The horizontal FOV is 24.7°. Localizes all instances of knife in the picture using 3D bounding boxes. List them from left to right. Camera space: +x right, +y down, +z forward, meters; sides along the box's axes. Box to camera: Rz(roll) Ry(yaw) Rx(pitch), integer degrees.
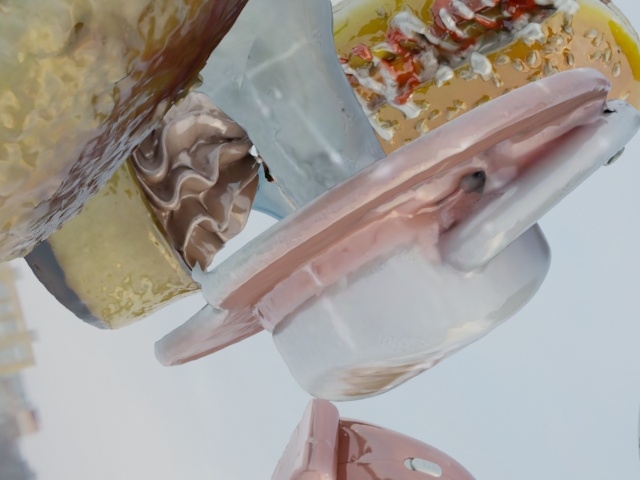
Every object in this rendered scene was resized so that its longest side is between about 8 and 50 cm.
[{"bbox_3d":[-0.002,0.001,1.562,0.244,0.058,0.032,40,-1,-19],"label":"knife"}]

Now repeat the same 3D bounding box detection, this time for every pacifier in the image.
[{"bbox_3d":[0.016,-0.025,0.783,0.220,0.273,0.332,-66,-174,-21],"label":"pacifier"}]

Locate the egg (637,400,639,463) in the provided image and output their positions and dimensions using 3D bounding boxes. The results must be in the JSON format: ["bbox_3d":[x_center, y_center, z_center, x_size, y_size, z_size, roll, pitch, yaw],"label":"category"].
[{"bbox_3d":[0.258,0.080,0.695,0.242,0.186,0.186,-48,-125,49],"label":"egg"}]

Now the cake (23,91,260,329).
[{"bbox_3d":[-0.132,-0.047,1.107,0.207,0.178,0.185,44,18,-52],"label":"cake"}]

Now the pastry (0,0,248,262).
[{"bbox_3d":[-0.090,-0.074,0.513,0.093,0.192,0.182,38,-24,-1],"label":"pastry"}]

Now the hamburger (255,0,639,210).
[{"bbox_3d":[0.093,-0.103,1.088,0.227,0.295,0.151,44,28,-30],"label":"hamburger"}]

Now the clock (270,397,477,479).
[{"bbox_3d":[0.062,0.279,1.426,0.142,0.241,0.227,-79,-170,-52],"label":"clock"}]
